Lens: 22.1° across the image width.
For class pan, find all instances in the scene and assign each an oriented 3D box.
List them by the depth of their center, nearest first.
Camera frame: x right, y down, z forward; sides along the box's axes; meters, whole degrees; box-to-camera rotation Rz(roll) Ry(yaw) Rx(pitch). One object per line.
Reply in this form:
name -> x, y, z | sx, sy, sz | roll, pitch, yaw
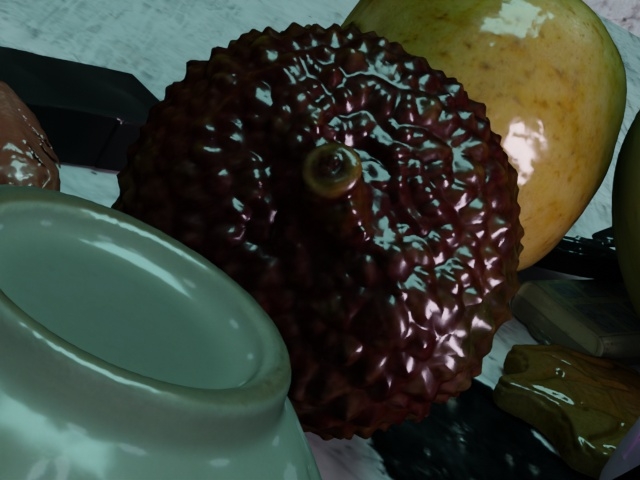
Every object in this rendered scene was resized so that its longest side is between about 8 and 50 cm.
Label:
pan -> 0.243, 0.008, 1.474 | 0.136, 0.028, 0.235 | 15, 12, 27

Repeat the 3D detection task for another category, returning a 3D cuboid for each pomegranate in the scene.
pomegranate -> 0.108, -0.093, 1.246 | 0.260, 0.260, 0.260 | 27, 20, -10

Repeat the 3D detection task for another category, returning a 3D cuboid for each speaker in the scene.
speaker -> -0.198, -0.092, 1.116 | 0.218, 0.044, 0.082 | 5, 31, -49

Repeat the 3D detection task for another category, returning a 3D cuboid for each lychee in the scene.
lychee -> 0.000, 0.000, 0.923 | 0.236, 0.236, 0.271 | 34, -7, 10

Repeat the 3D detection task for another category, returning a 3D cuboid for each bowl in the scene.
bowl -> -0.112, 0.080, 0.654 | 0.337, 0.157, 0.337 | 27, 19, -10

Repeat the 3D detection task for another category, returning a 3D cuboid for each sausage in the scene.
sausage -> -0.196, -0.046, 0.962 | 0.076, 0.076, 0.141 | 16, 23, -35

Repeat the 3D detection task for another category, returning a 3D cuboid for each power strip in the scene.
power strip -> 0.258, 0.068, 1.394 | 0.092, 0.034, 0.268 | 41, 22, 29

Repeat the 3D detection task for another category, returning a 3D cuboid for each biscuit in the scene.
biscuit -> 0.215, 0.130, 1.180 | 0.215, 0.034, 0.182 | 19, 22, -29

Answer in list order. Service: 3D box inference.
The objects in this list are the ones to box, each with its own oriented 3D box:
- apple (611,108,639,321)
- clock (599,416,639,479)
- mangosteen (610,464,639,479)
apple -> 0.458, -0.003, 1.252 | 0.473, 0.474, 0.473 | 27, 20, -10
clock -> 0.299, 0.231, 0.941 | 0.295, 0.113, 0.322 | 31, 20, 0
mangosteen -> 0.179, 0.186, 0.647 | 0.233, 0.288, 0.287 | 6, 15, 14
